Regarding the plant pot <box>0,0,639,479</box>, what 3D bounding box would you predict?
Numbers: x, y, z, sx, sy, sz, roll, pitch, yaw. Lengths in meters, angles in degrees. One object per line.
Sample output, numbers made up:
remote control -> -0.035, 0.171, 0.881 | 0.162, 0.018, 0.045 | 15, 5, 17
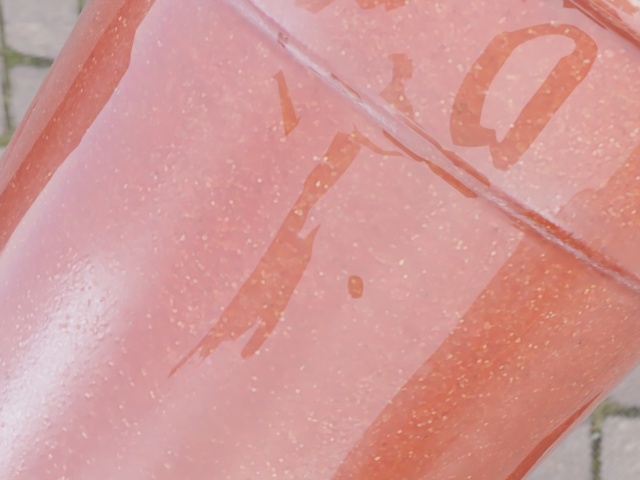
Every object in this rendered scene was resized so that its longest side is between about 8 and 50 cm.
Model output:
plant pot -> 0.000, 0.000, 0.593 | 0.272, 0.272, 0.265 | 40, 103, 15
